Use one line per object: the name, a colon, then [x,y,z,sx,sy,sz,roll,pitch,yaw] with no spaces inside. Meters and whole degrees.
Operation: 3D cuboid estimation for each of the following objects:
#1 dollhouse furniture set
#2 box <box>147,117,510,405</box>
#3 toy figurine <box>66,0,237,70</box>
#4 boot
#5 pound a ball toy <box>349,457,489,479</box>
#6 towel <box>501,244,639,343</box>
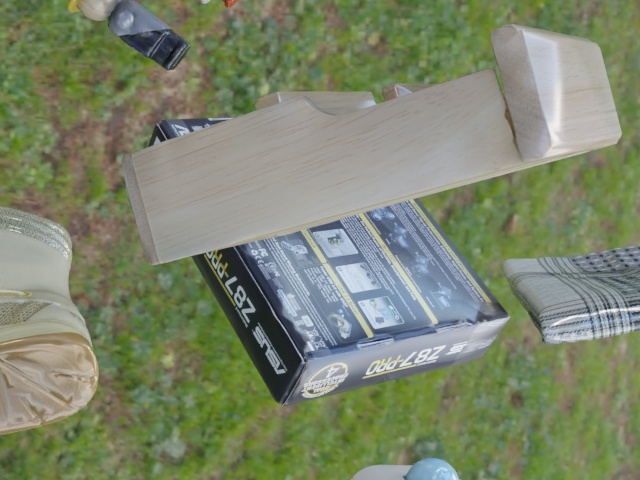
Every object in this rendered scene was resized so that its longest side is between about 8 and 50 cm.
dollhouse furniture set: [-0.010,-0.211,0.664,0.362,0.257,0.394,-14,90,-63]
box: [0.000,0.000,1.385,0.318,0.395,0.097,-10,141,-36]
toy figurine: [-0.150,-0.307,1.154,0.148,0.213,0.209,38,57,-5]
boot: [-0.295,0.054,0.770,0.262,0.203,0.095,-8,121,-13]
pound a ball toy: [0.116,0.279,0.959,0.208,0.319,0.135,8,91,-28]
towel: [0.378,0.039,1.281,0.324,0.312,0.056,-77,156,-82]
